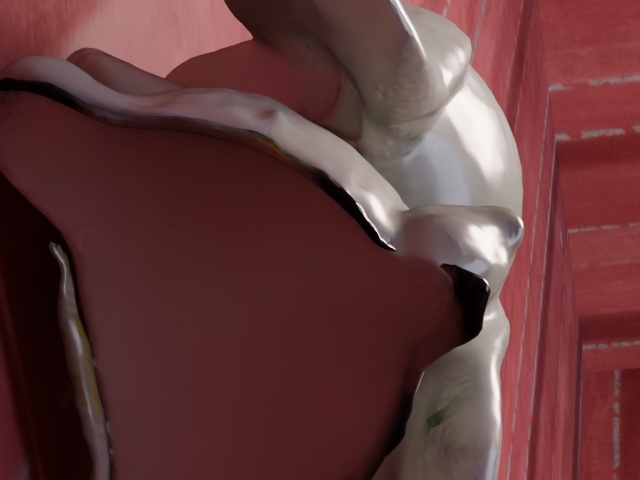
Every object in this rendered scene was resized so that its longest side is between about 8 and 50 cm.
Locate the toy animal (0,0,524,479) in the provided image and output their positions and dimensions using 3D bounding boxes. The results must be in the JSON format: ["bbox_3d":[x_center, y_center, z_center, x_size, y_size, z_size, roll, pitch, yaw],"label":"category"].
[{"bbox_3d":[-0.004,-0.008,0.748,0.289,0.174,0.249,-80,161,-51],"label":"toy animal"}]
